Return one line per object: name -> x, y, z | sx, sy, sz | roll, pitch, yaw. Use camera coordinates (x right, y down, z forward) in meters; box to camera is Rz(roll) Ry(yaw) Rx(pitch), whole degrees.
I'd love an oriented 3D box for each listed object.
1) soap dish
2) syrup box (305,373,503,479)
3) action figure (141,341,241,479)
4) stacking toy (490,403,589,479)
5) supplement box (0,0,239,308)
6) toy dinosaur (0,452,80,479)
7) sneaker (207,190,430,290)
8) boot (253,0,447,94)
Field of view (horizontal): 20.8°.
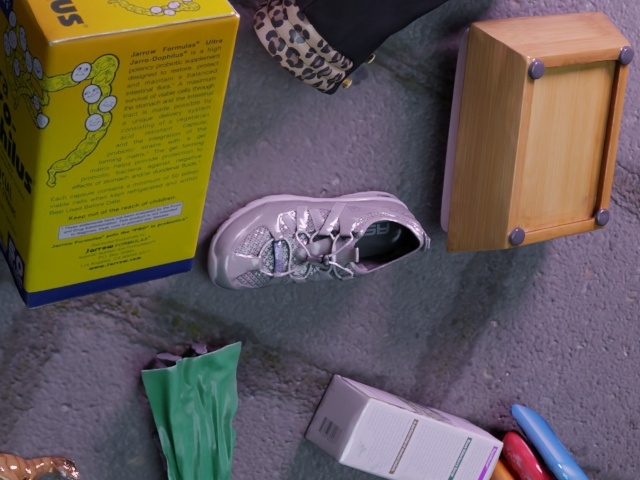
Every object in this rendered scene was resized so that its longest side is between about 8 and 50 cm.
soap dish -> 0.270, -0.130, 2.161 | 0.229, 0.118, 0.291 | -10, 113, -38
syrup box -> 0.110, 0.257, 2.239 | 0.237, 0.093, 0.096 | 23, 94, -34
action figure -> -0.152, 0.244, 2.102 | 0.137, 0.063, 0.232 | -12, 109, -28
stacking toy -> 0.217, 0.380, 2.330 | 0.302, 0.166, 0.175 | -35, 131, 2
supplement box -> -0.231, -0.135, 1.767 | 0.195, 0.194, 0.356 | -13, 139, -26
toy dinosaur -> -0.377, 0.268, 1.993 | 0.211, 0.064, 0.112 | 17, 80, -42
sneaker -> 0.000, 0.000, 2.074 | 0.281, 0.115, 0.105 | -15, 114, -25
boot -> 0.100, -0.292, 2.001 | 0.284, 0.377, 0.138 | -36, 81, 17
